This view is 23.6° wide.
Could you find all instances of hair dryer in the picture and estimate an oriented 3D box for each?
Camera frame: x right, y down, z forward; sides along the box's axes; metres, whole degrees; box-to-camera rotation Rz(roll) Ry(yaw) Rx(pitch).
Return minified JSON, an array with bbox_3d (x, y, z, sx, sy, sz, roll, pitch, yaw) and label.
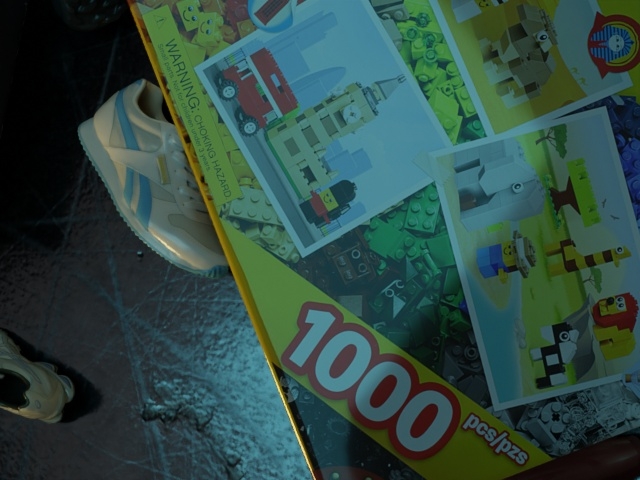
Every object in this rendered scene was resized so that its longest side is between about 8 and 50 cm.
[{"bbox_3d":[0.177,0.278,1.349,0.293,0.223,0.080,-49,35,-2],"label":"hair dryer"}]

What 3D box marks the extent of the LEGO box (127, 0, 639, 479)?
[{"bbox_3d":[0.099,-0.069,1.232,0.372,0.193,0.500,-22,88,4],"label":"LEGO box"}]

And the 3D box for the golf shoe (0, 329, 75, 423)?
[{"bbox_3d":[-0.339,0.131,1.563,0.176,0.086,0.069,20,93,22],"label":"golf shoe"}]

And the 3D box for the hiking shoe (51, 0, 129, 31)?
[{"bbox_3d":[-0.231,-0.368,1.583,0.132,0.113,0.304,16,97,50],"label":"hiking shoe"}]

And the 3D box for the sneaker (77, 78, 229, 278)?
[{"bbox_3d":[-0.152,-0.060,1.506,0.092,0.087,0.229,-43,67,16],"label":"sneaker"}]

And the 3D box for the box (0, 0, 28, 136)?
[{"bbox_3d":[-0.493,-0.174,1.600,0.296,0.182,0.294,9,86,20],"label":"box"}]
